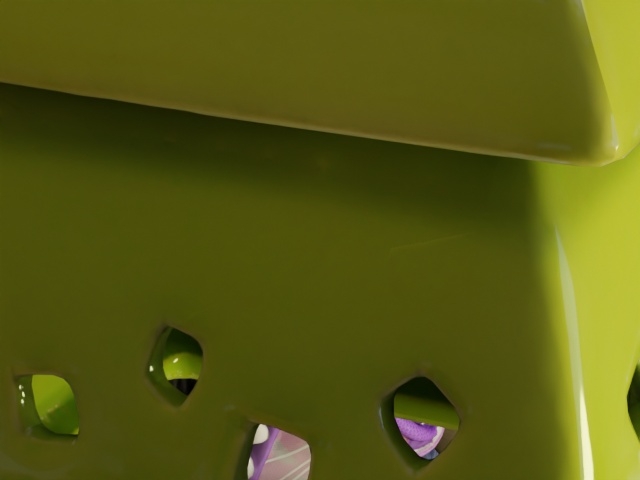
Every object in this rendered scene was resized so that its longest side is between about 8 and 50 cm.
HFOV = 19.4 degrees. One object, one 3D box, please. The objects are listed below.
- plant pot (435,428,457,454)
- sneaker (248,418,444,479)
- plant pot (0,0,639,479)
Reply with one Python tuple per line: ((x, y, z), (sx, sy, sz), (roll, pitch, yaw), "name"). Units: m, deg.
((0.149, 0.066, 1.244), (0.274, 0.257, 0.256), (29, 64, -56), "plant pot")
((0.004, 0.075, 0.794), (0.236, 0.105, 0.095), (101, -2, -47), "sneaker")
((0.000, 0.000, 0.476), (0.228, 0.227, 0.207), (-41, 137, -58), "plant pot")
